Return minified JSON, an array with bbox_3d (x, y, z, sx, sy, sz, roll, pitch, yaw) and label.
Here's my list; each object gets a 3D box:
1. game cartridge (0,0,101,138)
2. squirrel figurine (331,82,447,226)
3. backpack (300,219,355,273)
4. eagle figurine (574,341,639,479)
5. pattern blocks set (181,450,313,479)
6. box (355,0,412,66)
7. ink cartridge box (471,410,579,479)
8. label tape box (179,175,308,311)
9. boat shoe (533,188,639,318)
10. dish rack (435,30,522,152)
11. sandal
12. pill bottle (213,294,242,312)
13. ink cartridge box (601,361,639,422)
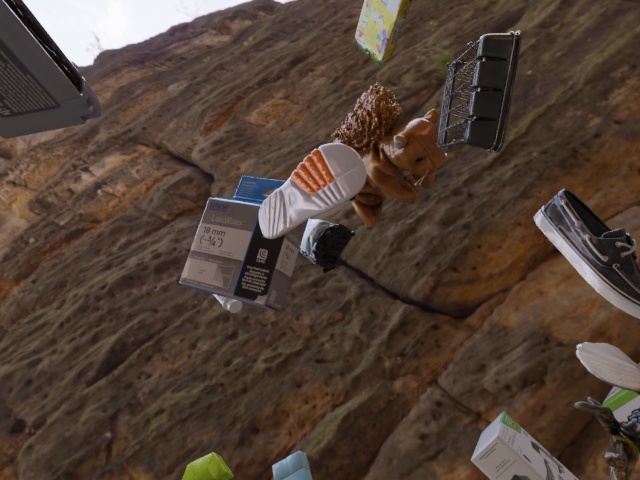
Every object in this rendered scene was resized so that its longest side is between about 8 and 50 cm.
[{"bbox_3d":[-0.482,-0.263,0.600,0.297,0.198,0.062,80,-176,-65],"label":"game cartridge"},{"bbox_3d":[0.214,-0.298,1.372,0.281,0.396,0.370,-33,-5,-19],"label":"squirrel figurine"},{"bbox_3d":[0.000,0.000,1.274,0.115,0.182,0.151,40,-98,-24],"label":"backpack"},{"bbox_3d":[0.491,0.208,0.498,0.225,0.226,0.298,29,-47,-28],"label":"eagle figurine"},{"bbox_3d":[-0.137,0.411,0.522,0.325,0.285,0.026,-25,-48,14],"label":"pattern blocks set"},{"bbox_3d":[0.142,-0.512,1.004,0.043,0.105,0.179,-32,-18,-27],"label":"box"},{"bbox_3d":[0.612,0.681,1.256,0.121,0.289,0.211,-55,-23,17],"label":"ink cartridge box"},{"bbox_3d":[-0.170,-0.020,1.044,0.106,0.241,0.333,44,-121,-63],"label":"label tape box"},{"bbox_3d":[0.570,0.019,0.852,0.108,0.301,0.102,-6,-39,-32],"label":"boat shoe"},{"bbox_3d":[0.301,-0.283,0.867,0.271,0.074,0.208,-82,-1,-81],"label":"dish rack"},{"bbox_3d":[-0.011,-0.080,0.740,0.076,0.265,0.101,-6,-106,-44],"label":"sandal"},{"bbox_3d":[-0.324,0.203,1.504,0.067,0.120,0.066,-20,-54,-31],"label":"pill bottle"},{"bbox_3d":[0.670,0.331,0.748,0.097,0.255,0.188,-38,-31,-24],"label":"ink cartridge box"}]
